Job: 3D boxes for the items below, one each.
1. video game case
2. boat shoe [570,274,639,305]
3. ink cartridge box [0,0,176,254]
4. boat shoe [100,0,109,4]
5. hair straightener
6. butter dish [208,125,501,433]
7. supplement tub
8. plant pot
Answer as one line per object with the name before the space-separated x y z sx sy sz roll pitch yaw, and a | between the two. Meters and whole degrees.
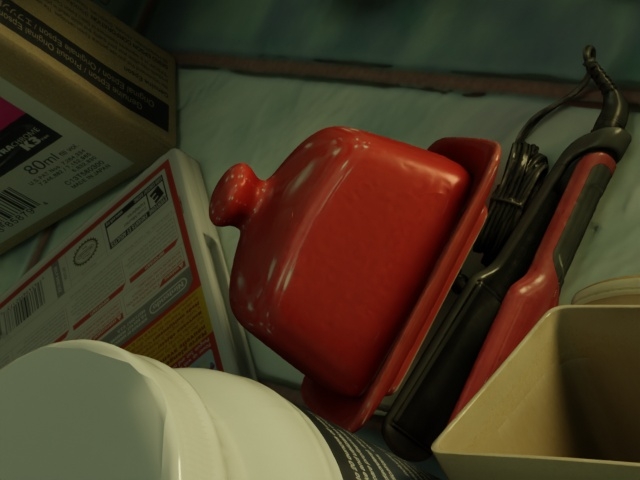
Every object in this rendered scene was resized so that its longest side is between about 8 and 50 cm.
video game case | -0.124 0.103 1.039 0.204 0.025 0.285 -38 44 21
boat shoe | 0.172 0.056 0.745 0.170 0.063 0.059 5 64 46
ink cartridge box | -0.241 -0.082 1.141 0.235 0.193 0.088 -29 49 31
boat shoe | -0.209 -0.172 1.207 0.340 0.158 0.127 122 146 -62
hair straightener | 0.086 0.005 0.873 0.089 0.047 0.230 12 75 47
butter dish | 0.000 0.000 0.876 0.160 0.118 0.160 -63 9 -1
supplement tub | -0.024 0.166 0.710 0.191 0.272 0.191 -24 51 33
plant pot | 0.127 0.094 0.694 0.109 0.096 0.109 -2 28 40
